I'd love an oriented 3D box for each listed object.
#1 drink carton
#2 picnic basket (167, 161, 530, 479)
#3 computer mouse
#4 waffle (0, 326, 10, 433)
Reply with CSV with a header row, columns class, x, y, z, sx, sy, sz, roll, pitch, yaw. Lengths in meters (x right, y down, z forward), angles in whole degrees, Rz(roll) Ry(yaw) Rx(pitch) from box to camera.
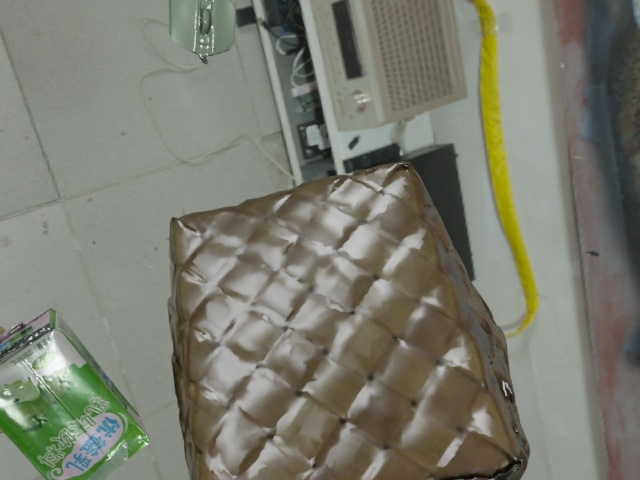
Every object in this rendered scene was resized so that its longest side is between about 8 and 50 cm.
class,x,y,z,sx,sy,sz,roll,pitch,yaw
drink carton,-0.414,0.260,0.983,0.161,0.108,0.271,-36,112,-15
picnic basket,0.023,0.138,0.581,0.292,0.337,0.337,-13,104,0
computer mouse,-0.090,-0.191,0.474,0.055,0.032,0.110,-2,85,-23
waffle,-0.723,0.305,1.085,0.376,0.261,0.114,-21,116,-22
